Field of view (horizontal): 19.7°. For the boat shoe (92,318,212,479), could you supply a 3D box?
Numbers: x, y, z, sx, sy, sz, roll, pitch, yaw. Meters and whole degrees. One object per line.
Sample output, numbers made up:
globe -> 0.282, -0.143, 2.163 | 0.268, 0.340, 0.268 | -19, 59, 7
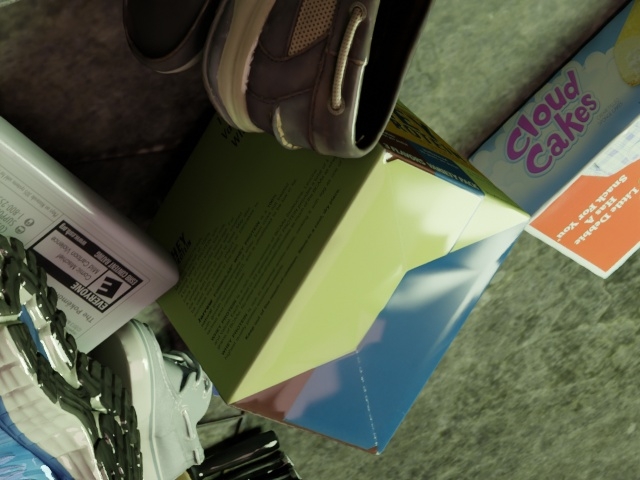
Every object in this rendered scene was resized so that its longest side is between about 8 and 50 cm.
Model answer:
boat shoe -> -0.129, 0.122, 1.469 | 0.081, 0.079, 0.227 | -24, 149, -16

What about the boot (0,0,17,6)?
boot -> -0.227, -0.207, 1.006 | 0.263, 0.091, 0.229 | -17, 140, -26

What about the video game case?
video game case -> -0.304, 0.026, 1.193 | 0.300, 0.036, 0.329 | -38, 133, 12

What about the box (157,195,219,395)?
box -> -0.046, 0.024, 1.449 | 0.136, 0.036, 0.225 | -24, 140, -14

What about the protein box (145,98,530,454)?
protein box -> 0.000, 0.000, 1.271 | 0.136, 0.201, 0.200 | 23, 105, -35

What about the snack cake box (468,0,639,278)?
snack cake box -> 0.271, -0.104, 1.503 | 0.264, 0.089, 0.152 | -45, 144, 14

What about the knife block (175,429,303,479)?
knife block -> -0.147, 0.251, 1.608 | 0.275, 0.242, 0.088 | 13, 140, 13

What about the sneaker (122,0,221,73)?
sneaker -> -0.096, -0.198, 1.099 | 0.118, 0.083, 0.222 | -21, 137, -54

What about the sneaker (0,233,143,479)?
sneaker -> -0.214, 0.131, 1.232 | 0.147, 0.130, 0.330 | -15, 132, 10

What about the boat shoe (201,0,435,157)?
boat shoe -> 0.060, -0.210, 1.127 | 0.355, 0.130, 0.132 | -65, 159, 12
